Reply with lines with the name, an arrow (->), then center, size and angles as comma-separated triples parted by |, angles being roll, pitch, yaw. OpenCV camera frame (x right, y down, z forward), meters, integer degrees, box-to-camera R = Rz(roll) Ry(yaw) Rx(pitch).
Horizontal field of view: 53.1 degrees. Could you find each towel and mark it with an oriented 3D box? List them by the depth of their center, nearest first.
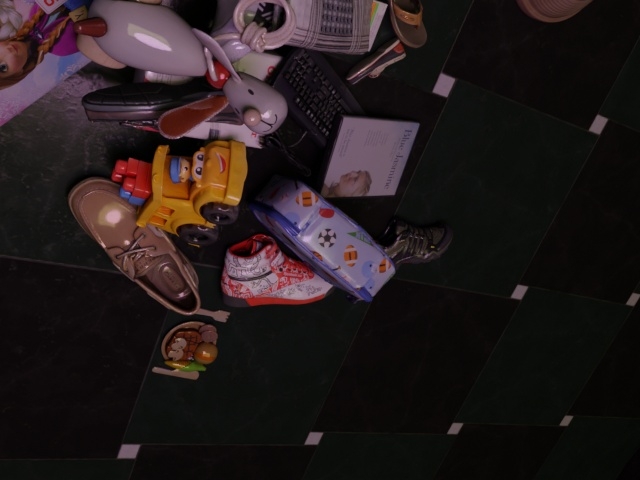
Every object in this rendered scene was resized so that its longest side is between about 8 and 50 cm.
towel -> 0.033, -0.471, 1.036 | 0.312, 0.056, 0.324 | -20, 121, -59

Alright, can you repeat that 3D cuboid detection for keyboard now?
keyboard -> -0.011, -0.220, 1.226 | 0.201, 0.033, 0.317 | -54, 145, -2

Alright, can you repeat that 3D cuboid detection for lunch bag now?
lunch bag -> 0.000, 0.000, 1.297 | 0.303, 0.243, 0.115 | 45, 80, -24

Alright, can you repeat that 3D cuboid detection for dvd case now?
dvd case -> 0.100, -0.170, 1.344 | 0.253, 0.022, 0.180 | -7, 122, -44

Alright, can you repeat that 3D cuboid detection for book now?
book -> 0.044, -0.422, 1.213 | 0.144, 0.035, 0.096 | 7, 116, -28

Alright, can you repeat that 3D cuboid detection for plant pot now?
plant pot -> 0.520, -0.564, 1.314 | 0.238, 0.109, 0.237 | -13, 123, -20

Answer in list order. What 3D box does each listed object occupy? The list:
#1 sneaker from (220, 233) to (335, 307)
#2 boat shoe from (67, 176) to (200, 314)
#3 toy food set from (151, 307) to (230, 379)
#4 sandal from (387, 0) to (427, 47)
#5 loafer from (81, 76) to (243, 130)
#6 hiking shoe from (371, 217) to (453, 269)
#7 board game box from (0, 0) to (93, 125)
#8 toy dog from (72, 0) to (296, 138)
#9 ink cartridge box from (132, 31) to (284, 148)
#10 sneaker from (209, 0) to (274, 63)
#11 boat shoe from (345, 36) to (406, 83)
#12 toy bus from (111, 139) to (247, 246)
sneaker -> -0.082, 0.060, 1.394 | 0.270, 0.090, 0.144 | -5, 122, -21
boat shoe -> -0.339, 0.016, 1.230 | 0.122, 0.110, 0.341 | -40, 127, 0
toy food set -> -0.287, 0.237, 1.429 | 0.133, 0.038, 0.192 | 17, 109, -32
sandal -> 0.168, -0.452, 1.234 | 0.072, 0.049, 0.180 | -43, 127, -23
loafer -> -0.241, -0.208, 1.038 | 0.268, 0.096, 0.084 | -12, 128, -20
hiking shoe -> 0.210, -0.004, 1.501 | 0.227, 0.086, 0.114 | -22, 128, -12
board game box -> -0.466, -0.308, 0.899 | 0.318, 0.066, 0.318 | -37, 165, -2
toy dog -> -0.211, -0.261, 0.911 | 0.334, 0.161, 0.220 | 16, 123, 6
ink cartridge box -> -0.202, -0.274, 1.136 | 0.237, 0.100, 0.171 | 5, 116, -28
sneaker -> -0.140, -0.470, 1.000 | 0.210, 0.137, 0.365 | 28, 82, -30
boat shoe -> 0.112, -0.350, 1.278 | 0.137, 0.049, 0.043 | -38, 124, -9
toy bus -> -0.256, -0.103, 1.140 | 0.212, 0.149, 0.220 | 17, 151, -26
